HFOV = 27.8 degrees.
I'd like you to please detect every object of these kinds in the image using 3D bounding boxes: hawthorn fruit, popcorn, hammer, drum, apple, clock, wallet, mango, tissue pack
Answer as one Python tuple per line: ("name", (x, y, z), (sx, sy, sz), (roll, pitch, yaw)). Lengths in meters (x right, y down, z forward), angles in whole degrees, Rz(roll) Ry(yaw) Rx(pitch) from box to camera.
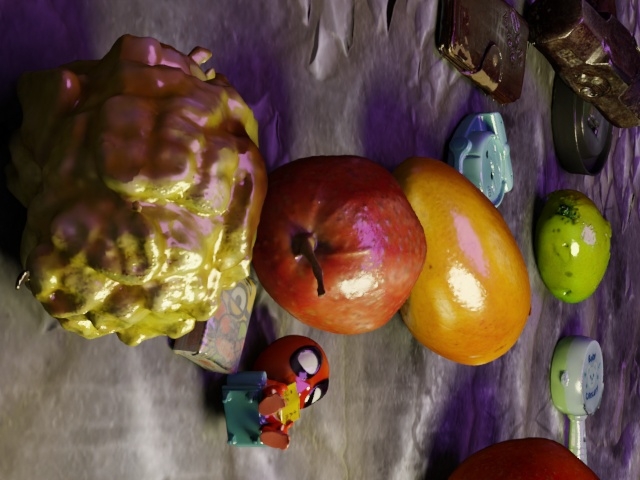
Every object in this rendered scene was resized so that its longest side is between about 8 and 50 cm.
("hawthorn fruit", (0.000, 0.000, 1.071), (0.203, 0.162, 0.163), (14, 80, -71))
("popcorn", (-0.125, -0.033, 0.849), (0.169, 0.218, 0.189), (-3, 75, -18))
("hammer", (0.383, -0.381, 1.802), (0.242, 0.095, 0.409), (29, 55, -40))
("drum", (0.366, 0.263, 1.864), (0.130, 0.049, 0.253), (19, 75, -60))
("apple", (0.230, 0.336, 1.456), (0.201, 0.218, 0.218), (-41, 127, -54))
("clock", (0.182, -0.078, 1.510), (0.147, 0.045, 0.108), (-52, 133, -51))
("clock", (0.380, -0.185, 1.870), (0.184, 0.040, 0.184), (-9, 101, -60))
("wallet", (0.199, -0.244, 1.547), (0.232, 0.031, 0.122), (20, 73, -60))
("mango", (0.346, 0.012, 1.764), (0.119, 0.100, 0.178), (-62, 149, -42))
("mango", (0.137, 0.016, 1.348), (0.257, 0.138, 0.187), (51, 36, -58))
("tissue pack", (-0.084, 0.062, 1.055), (0.063, 0.035, 0.083), (41, 56, -56))

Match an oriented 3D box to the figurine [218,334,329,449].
("figurine", (-0.038, 0.128, 1.106), (0.140, 0.075, 0.068), (-45, 129, -65))
